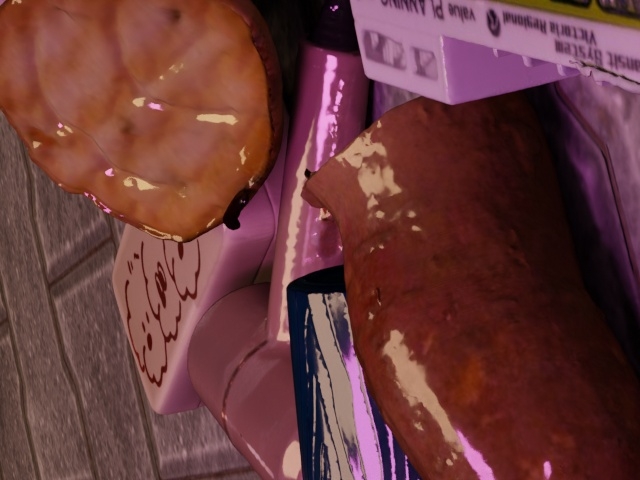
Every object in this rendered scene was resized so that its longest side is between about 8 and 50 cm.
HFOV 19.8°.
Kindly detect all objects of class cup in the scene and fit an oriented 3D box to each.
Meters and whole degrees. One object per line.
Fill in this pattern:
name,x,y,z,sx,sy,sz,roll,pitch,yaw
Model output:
cup,0.057,0.083,1.046,0.113,0.150,0.138,-34,-62,-75

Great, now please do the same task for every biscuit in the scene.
biscuit,-0.111,-0.091,1.149,0.203,0.041,0.260,47,141,-9

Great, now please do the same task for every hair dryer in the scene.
hair dryer,0.000,0.000,1.157,0.189,0.106,0.344,-136,46,-57

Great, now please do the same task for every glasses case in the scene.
glasses case,-0.088,0.007,1.405,0.336,0.076,0.144,115,140,-58

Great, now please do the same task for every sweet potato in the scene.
sweet potato,0.091,0.081,0.887,0.131,0.131,0.337,121,134,-62

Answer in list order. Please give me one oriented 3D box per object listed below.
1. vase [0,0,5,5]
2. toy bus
vase,-0.128,-0.269,1.159,0.445,0.250,0.250,-50,54,58
toy bus,0.103,-0.127,0.784,0.301,0.113,0.139,-152,50,-63
